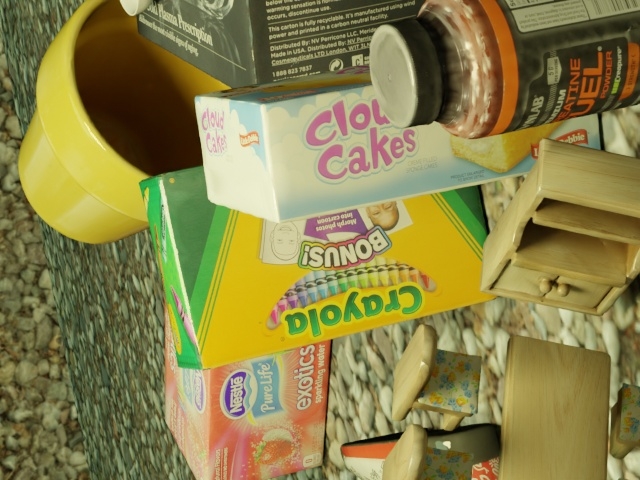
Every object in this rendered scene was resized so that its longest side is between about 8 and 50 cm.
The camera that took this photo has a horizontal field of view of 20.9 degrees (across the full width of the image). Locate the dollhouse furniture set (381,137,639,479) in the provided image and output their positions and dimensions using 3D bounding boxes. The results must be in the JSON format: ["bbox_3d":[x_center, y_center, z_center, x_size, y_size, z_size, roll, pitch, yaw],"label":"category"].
[{"bbox_3d":[0.171,0.080,1.190,0.161,0.212,0.242,114,165,-60],"label":"dollhouse furniture set"}]

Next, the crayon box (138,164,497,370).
[{"bbox_3d":[0.000,0.000,1.480,0.081,0.278,0.165,174,83,-70],"label":"crayon box"}]

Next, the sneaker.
[{"bbox_3d":[0.098,0.253,1.642,0.270,0.090,0.145,160,99,-67],"label":"sneaker"}]

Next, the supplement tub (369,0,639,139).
[{"bbox_3d":[0.135,-0.127,1.167,0.106,0.198,0.106,167,90,-70],"label":"supplement tub"}]

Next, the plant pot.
[{"bbox_3d":[-0.200,-0.113,1.839,0.239,0.254,0.254,-38,66,50],"label":"plant pot"}]

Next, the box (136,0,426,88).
[{"bbox_3d":[-0.054,-0.321,1.575,0.343,0.179,0.312,-145,47,-61],"label":"box"}]

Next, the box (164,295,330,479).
[{"bbox_3d":[-0.085,0.121,1.955,0.142,0.154,0.300,-125,31,-46],"label":"box"}]

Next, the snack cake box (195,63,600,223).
[{"bbox_3d":[0.056,-0.086,1.301,0.152,0.264,0.089,-159,59,-66],"label":"snack cake box"}]

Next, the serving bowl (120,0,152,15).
[{"bbox_3d":[-0.172,-0.255,1.631,0.083,0.027,0.083,166,90,-70],"label":"serving bowl"}]
